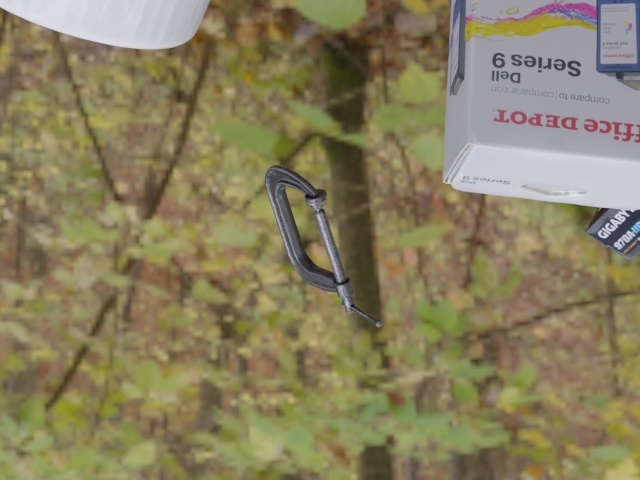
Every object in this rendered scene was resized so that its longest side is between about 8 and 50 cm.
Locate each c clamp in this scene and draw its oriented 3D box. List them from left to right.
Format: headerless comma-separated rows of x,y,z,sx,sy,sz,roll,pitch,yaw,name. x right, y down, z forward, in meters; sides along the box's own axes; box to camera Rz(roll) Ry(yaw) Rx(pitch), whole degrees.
0.000,0.000,1.467,0.022,0.160,0.137,-31,-157,-24,c clamp

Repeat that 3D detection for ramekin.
-0.225,-0.298,1.508,0.277,0.277,0.135,8,114,-26,ramekin

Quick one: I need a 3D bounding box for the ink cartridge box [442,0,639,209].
0.172,-0.139,1.059,0.154,0.212,0.093,6,163,-5,ink cartridge box

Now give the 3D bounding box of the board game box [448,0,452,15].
0.180,-0.262,1.514,0.098,0.303,0.224,-8,150,2,board game box

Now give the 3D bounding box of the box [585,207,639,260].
0.322,-0.108,1.272,0.051,0.220,0.175,34,145,-1,box
